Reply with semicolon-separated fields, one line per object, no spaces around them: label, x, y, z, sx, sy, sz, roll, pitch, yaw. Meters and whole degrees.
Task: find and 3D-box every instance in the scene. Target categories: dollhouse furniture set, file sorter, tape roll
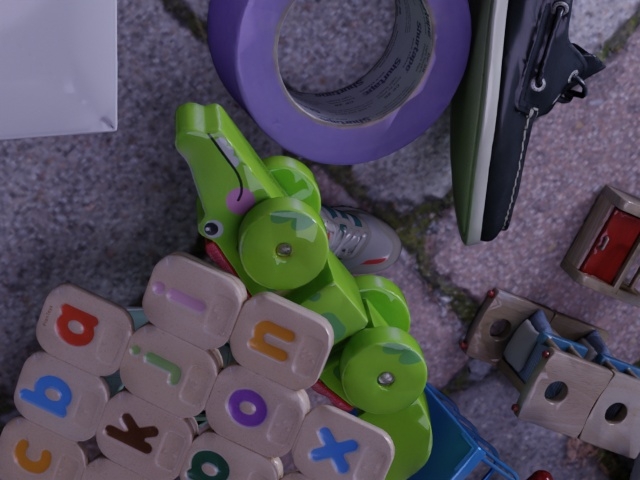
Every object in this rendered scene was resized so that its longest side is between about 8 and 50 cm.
dollhouse furniture set;0.229;0.058;1.608;0.129;0.129;0.184;21;105;-26
file sorter;0.087;0.197;1.595;0.118;0.170;0.104;-49;123;4
tape roll;0.014;-0.158;1.465;0.189;0.080;0.189;-7;113;-17

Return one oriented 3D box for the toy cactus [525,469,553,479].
toy cactus;0.167;0.311;1.727;0.180;0.112;0.219;-18;121;9

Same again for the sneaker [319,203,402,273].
sneaker;0.000;0.000;1.530;0.161;0.075;0.057;20;104;-26

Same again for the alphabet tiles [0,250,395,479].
alphabet tiles;-0.095;0.156;1.405;0.278;0.021;0.284;24;111;8

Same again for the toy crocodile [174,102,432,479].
toy crocodile;-0.012;0.040;1.437;0.105;0.115;0.340;-32;116;9

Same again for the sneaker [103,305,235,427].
sneaker;-0.061;0.101;1.508;0.255;0.151;0.094;-8;113;-19

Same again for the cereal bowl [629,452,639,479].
cereal bowl;0.419;0.220;1.741;0.339;0.141;0.339;-8;115;-17

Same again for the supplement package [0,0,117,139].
supplement package;-0.250;-0.212;1.307;0.204;0.145;0.262;-5;114;-18

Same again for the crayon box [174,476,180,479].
crayon box;-0.095;0.378;1.585;0.083;0.203;0.323;9;109;-24

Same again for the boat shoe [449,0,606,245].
boat shoe;0.168;-0.158;1.497;0.113;0.127;0.340;2;102;-8
